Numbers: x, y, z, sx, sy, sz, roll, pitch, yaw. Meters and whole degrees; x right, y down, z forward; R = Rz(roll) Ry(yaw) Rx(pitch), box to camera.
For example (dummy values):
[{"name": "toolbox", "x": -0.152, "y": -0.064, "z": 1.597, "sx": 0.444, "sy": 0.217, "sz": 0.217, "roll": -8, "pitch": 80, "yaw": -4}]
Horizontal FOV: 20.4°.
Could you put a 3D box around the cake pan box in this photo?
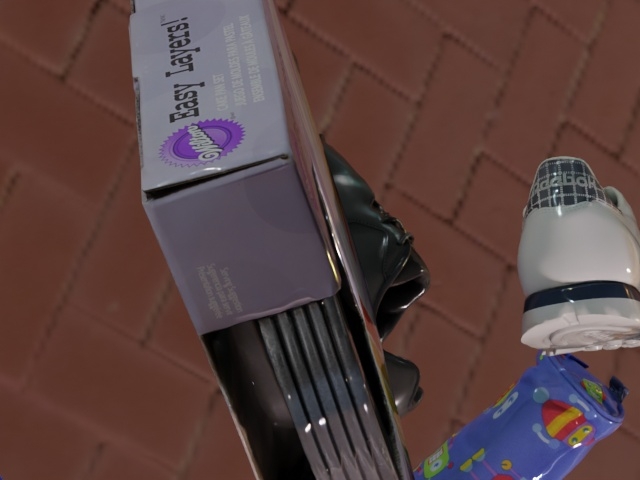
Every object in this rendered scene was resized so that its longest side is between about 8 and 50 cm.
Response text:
[{"name": "cake pan box", "x": -0.021, "y": 0.006, "z": 0.823, "sx": 0.070, "sy": 0.267, "sz": 0.245, "roll": -18, "pitch": 122, "yaw": 4}]

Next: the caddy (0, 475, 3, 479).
[{"name": "caddy", "x": -0.267, "y": 0.265, "z": 1.003, "sx": 0.241, "sy": 0.179, "sz": 0.341, "roll": 45, "pitch": 63, "yaw": -38}]

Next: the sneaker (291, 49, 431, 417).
[{"name": "sneaker", "x": 0.000, "y": 0.000, "z": 1.120, "sx": 0.130, "sy": 0.109, "sz": 0.286, "roll": -10, "pitch": 65, "yaw": 6}]

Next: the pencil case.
[{"name": "pencil case", "x": 0.189, "y": 0.239, "z": 1.915, "sx": 0.119, "sy": 0.133, "sz": 0.306, "roll": 38, "pitch": 108, "yaw": -21}]

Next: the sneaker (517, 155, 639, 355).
[{"name": "sneaker", "x": 0.160, "y": 0.016, "z": 1.026, "sx": 0.090, "sy": 0.235, "sz": 0.094, "roll": -11, "pitch": 79, "yaw": 10}]
